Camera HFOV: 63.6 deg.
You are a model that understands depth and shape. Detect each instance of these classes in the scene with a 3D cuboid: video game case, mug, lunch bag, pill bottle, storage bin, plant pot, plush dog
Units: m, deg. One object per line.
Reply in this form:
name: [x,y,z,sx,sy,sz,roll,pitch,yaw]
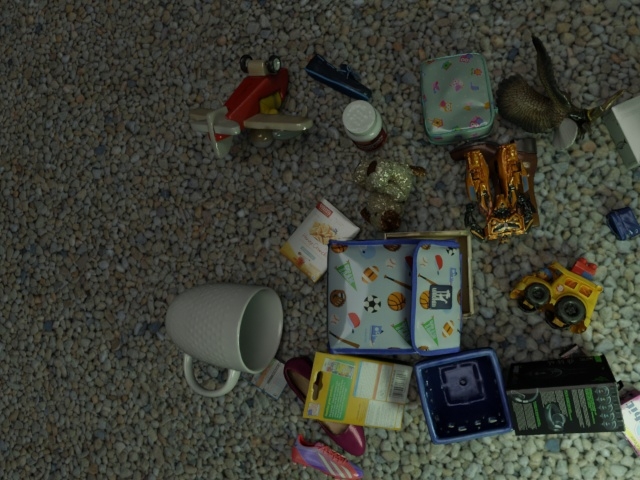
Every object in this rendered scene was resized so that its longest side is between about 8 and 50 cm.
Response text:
video game case: [-0.186,0.453,1.775,0.166,0.015,0.119,31,94,7]
mug: [-0.337,0.320,1.693,0.328,0.276,0.374,4,79,25]
lunch bag: [0.428,-0.435,1.610,0.224,0.108,0.279,-6,76,12]
pill bottle: [0.141,-0.361,1.638,0.121,0.221,0.121,-1,87,15]
lunch bag: [0.877,-0.050,1.505,0.065,0.067,0.098,-25,80,12]
storage bin: [0.339,0.107,1.611,0.260,0.123,0.262,-2,86,15]
plant pot: [0.420,0.440,1.525,0.235,0.212,0.236,-15,83,14]
lunch bag: [0.210,0.156,1.468,0.385,0.239,0.328,2,87,-1]
plush dog: [0.212,-0.135,1.626,0.210,0.262,0.226,8,97,-11]

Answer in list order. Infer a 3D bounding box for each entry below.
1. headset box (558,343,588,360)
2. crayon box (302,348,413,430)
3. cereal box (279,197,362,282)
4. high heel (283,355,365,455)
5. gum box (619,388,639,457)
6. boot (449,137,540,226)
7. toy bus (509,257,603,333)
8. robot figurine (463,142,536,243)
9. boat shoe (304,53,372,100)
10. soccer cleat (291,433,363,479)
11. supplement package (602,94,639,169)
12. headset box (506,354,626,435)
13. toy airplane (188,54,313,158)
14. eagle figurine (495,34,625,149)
headset box: [0.756,0.352,1.533,0.062,0.032,0.083,-38,80,10]
crayon box: [0.107,0.456,1.596,0.322,0.083,0.203,13,87,-16]
cereal box: [0.000,0.000,1.745,0.173,0.047,0.240,41,97,13]
high heel: [0.006,0.540,1.644,0.127,0.181,0.377,-42,78,9]
gum box: [0.910,0.527,1.467,0.107,0.062,0.188,-36,79,10]
boot: [0.540,-0.169,1.610,0.264,0.096,0.281,-2,94,8]
toy bus: [0.700,0.136,1.513,0.220,0.149,0.211,29,81,17]
robot figurine: [0.522,-0.130,1.525,0.211,0.085,0.291,-11,94,7]
boat shoe: [0.066,-0.556,1.730,0.258,0.109,0.089,31,92,12]
soccer cleat: [0.023,0.711,1.686,0.248,0.083,0.095,10,85,18]
supplement package: [0.914,-0.312,1.491,0.105,0.105,0.179,-23,81,12]
headset box: [0.673,0.420,1.417,0.283,0.246,0.131,-12,90,24]
toy airplane: [-0.237,-0.401,1.717,0.384,0.272,0.386,-24,48,0]
eagle figurine: [0.676,-0.422,1.525,0.298,0.225,0.226,34,106,3]
